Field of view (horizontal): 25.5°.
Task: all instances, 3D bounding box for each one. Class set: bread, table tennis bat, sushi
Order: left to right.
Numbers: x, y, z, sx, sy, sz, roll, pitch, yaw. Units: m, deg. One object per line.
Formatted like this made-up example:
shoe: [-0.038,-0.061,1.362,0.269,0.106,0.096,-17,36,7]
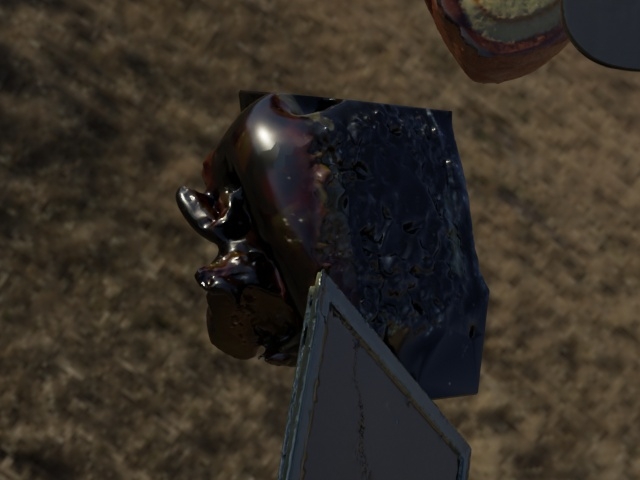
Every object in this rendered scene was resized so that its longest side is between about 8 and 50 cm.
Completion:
sushi: [0.000,-0.001,1.137,0.215,0.227,0.212,10,7,41]
bread: [0.266,-0.324,1.923,0.123,0.244,0.190,147,-81,-80]
table tennis bat: [0.220,-0.141,0.836,0.156,0.087,0.013,6,-2,14]

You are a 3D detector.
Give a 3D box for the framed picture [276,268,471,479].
framed picture: [0.038,0.189,0.967,0.293,0.018,0.231,52,40,-49]
